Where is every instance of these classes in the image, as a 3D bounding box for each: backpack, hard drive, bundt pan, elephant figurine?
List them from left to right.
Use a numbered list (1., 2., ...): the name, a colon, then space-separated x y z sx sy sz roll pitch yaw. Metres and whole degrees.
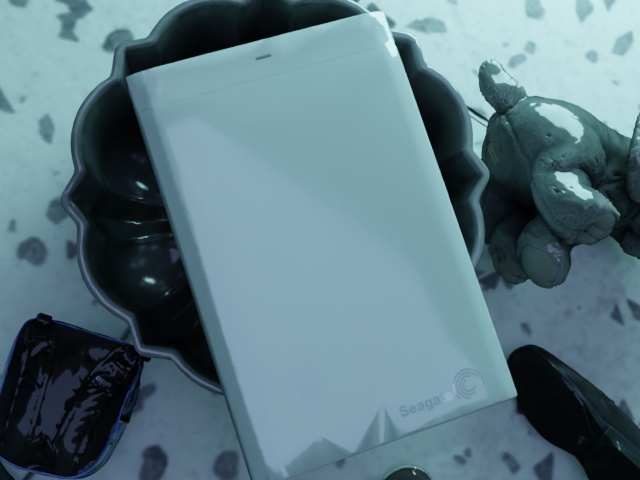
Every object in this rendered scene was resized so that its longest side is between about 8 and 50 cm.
1. backpack: -0.199 0.128 0.758 0.105 0.084 0.114 18 74 -3
2. bundt pan: -0.039 -0.031 0.792 0.331 0.124 0.330 2 80 -10
3. hard drive: 0.000 0.000 0.711 0.203 0.040 0.307 -17 83 -12
4. elephant figurine: 0.262 -0.047 0.848 0.240 0.186 0.169 -8 39 -21

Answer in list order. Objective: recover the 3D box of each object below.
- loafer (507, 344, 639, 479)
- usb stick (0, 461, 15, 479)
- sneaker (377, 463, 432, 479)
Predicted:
1. loafer: 0.233 0.156 0.849 0.170 0.062 0.061 50 38 8
2. usb stick: -0.224 0.252 0.741 0.045 0.077 0.278 -38 89 16
3. sneaker: 0.049 0.257 0.789 0.061 0.065 0.158 35 77 -2
